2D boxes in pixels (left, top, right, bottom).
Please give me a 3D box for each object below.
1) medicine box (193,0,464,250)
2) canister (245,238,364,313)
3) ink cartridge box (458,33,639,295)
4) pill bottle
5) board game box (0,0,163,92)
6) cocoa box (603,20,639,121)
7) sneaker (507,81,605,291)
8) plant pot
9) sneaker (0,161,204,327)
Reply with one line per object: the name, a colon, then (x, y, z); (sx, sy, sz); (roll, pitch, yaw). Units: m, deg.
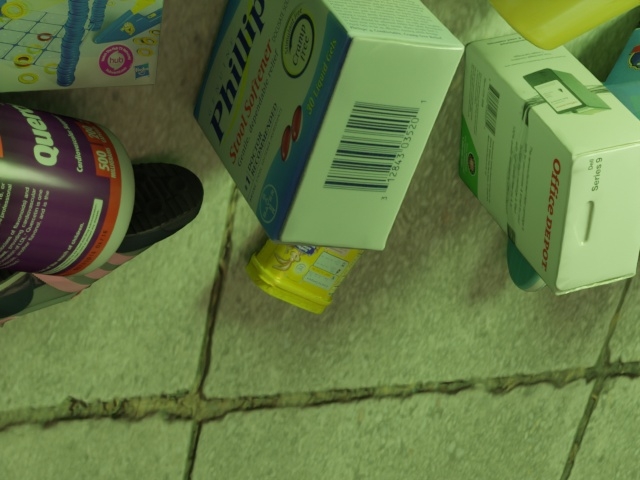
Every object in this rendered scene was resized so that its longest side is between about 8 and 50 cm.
medicine box: (-0.003, -0.175, 1.727); (0.149, 0.289, 0.263); (3, 122, -30)
canister: (0.000, 0.000, 2.002); (0.126, 0.073, 0.170); (24, 110, -36)
ink cartridge box: (0.288, -0.101, 1.918); (0.122, 0.289, 0.211); (-12, 128, -17)
pill bottle: (-0.367, -0.062, 1.639); (0.323, 0.181, 0.181); (9, 121, -49)
board game box: (-0.317, -0.308, 1.616); (0.308, 0.086, 0.302); (-6, 126, -21)
cocoa box: (0.554, -0.141, 1.953); (0.347, 0.231, 0.228); (58, 48, -28)
sneaker: (0.401, -0.054, 2.116); (0.208, 0.127, 0.319); (9, 120, -29)
plant pot: (0.311, -0.356, 1.788); (0.254, 0.254, 0.239); (27, 125, -37)
sneaker: (-0.288, 0.007, 1.867); (0.319, 0.112, 0.131); (-20, 147, -7)
